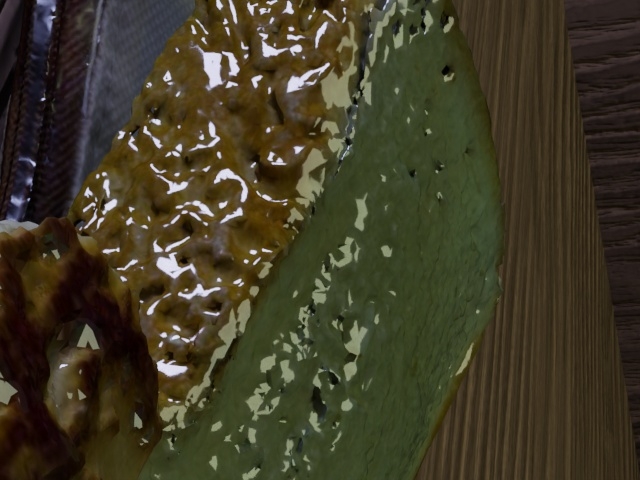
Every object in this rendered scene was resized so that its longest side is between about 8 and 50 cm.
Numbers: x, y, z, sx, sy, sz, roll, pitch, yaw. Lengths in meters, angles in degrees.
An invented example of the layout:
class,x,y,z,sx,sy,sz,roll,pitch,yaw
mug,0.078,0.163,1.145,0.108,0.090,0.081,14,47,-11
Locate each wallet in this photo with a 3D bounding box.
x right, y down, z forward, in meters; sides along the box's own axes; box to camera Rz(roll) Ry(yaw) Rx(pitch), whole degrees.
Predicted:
class,x,y,z,sx,sy,sz,roll,pitch,yaw
wallet,-0.057,-0.085,0.698,0.275,0.068,0.335,48,45,-62

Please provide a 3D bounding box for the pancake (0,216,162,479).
class,x,y,z,sx,sy,sz,roll,pitch,yaw
pancake,-0.133,0.012,0.333,0.244,0.057,0.266,64,26,-15

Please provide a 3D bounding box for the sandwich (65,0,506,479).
class,x,y,z,sx,sy,sz,roll,pitch,yaw
sandwich,-0.016,0.044,0.605,0.251,0.087,0.226,-62,156,-29
